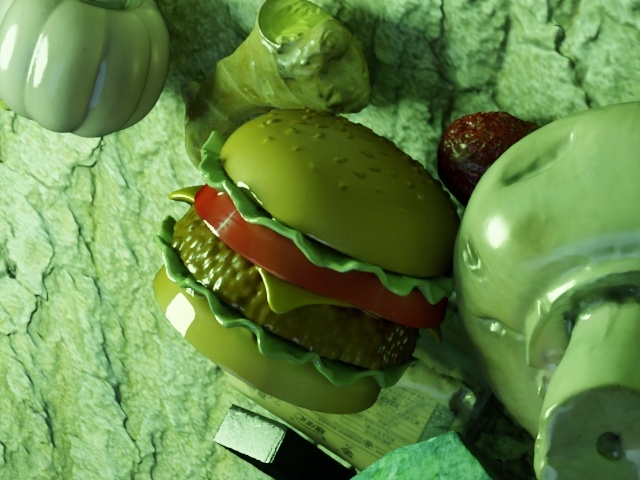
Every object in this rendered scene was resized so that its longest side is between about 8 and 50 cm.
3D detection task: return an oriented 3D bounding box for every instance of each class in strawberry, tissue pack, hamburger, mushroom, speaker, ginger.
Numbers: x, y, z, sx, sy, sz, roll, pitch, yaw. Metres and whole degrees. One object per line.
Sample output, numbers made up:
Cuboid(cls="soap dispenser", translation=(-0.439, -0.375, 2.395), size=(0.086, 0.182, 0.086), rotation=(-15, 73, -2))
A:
Cuboid(cls="strawberry", translation=(0.156, -0.072, 1.494), size=(0.106, 0.106, 0.106), rotation=(20, 131, 25))
Cuboid(cls="tissue pack", translation=(0.043, 0.132, 1.705), size=(0.257, 0.123, 0.215), rotation=(34, 137, 13))
Cuboid(cls="hamburger", translation=(0.000, 0.000, 1.485), size=(0.274, 0.274, 0.212), rotation=(33, 107, 12))
Cuboid(cls="mushroom", translation=(0.287, 0.059, 1.354), size=(0.325, 0.353, 0.353), rotation=(-16, 118, -2))
Cuboid(cls="speaker", translation=(-0.022, 0.239, 1.800), size=(0.082, 0.044, 0.218), rotation=(17, 165, 36))
Cuboid(cls="ginger", translation=(-0.050, -0.140, 1.611), size=(0.131, 0.086, 0.294), rotation=(42, 145, -10))

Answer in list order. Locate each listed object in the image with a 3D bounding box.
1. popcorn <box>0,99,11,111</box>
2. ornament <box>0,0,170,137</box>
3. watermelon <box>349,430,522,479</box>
Cuboid(cls="popcorn", translation=(-0.313, -0.186, 1.753), size=(0.089, 0.097, 0.109), rotation=(34, 139, 14))
Cuboid(cls="ornament", translation=(-0.232, -0.191, 1.639), size=(0.177, 0.177, 0.177), rotation=(20, 131, 25))
Cuboid(cls="watermelon", translation=(0.172, 0.347, 1.635), size=(0.387, 0.258, 0.228), rotation=(40, 100, 31))
